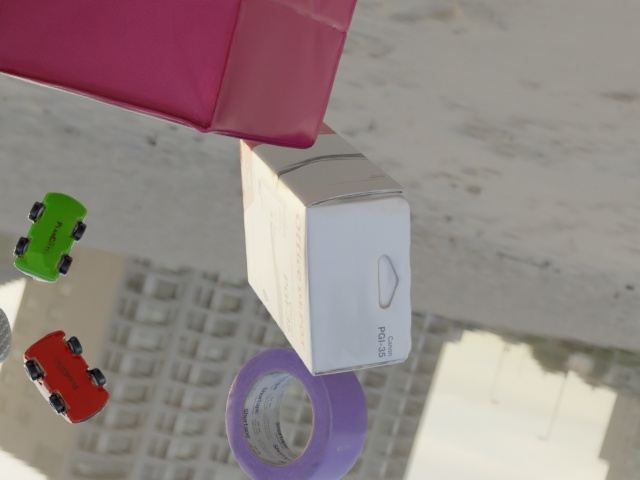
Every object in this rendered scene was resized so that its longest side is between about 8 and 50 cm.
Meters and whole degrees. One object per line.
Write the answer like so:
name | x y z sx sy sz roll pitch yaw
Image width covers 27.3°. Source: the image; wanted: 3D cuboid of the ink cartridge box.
ink cartridge box | 0.000 0.000 1.510 0.117 0.207 0.283 -8 -158 -15

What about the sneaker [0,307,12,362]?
sneaker | -0.544 0.104 1.733 0.127 0.126 0.321 -8 156 17

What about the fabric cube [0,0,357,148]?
fabric cube | -0.127 -0.241 1.246 0.254 0.259 0.258 18 -173 18

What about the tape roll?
tape roll | -0.034 0.240 1.780 0.189 0.189 0.080 17 -174 40

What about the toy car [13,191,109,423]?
toy car | -0.309 0.057 1.390 0.239 0.225 0.053 24 157 -10
